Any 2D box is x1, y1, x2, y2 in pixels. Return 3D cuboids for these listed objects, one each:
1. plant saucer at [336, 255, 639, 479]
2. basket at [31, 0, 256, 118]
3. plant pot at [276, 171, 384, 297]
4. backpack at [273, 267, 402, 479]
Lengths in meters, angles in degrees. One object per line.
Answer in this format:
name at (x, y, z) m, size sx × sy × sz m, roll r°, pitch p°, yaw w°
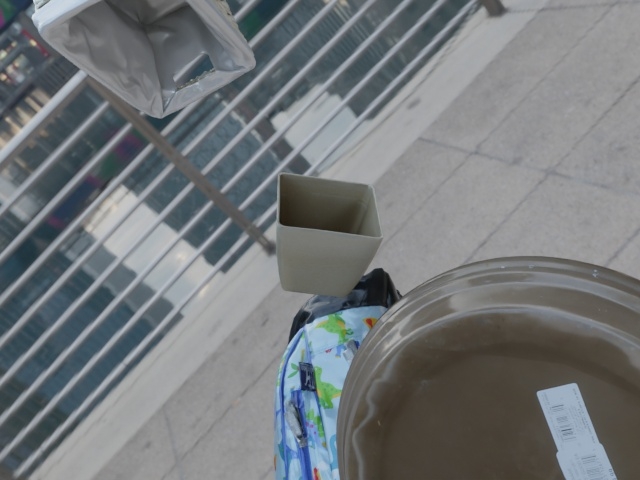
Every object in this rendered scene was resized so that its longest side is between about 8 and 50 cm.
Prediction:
plant saucer at (0.126, 0.148, 0.427) m, size 0.277 × 0.278 × 0.041 m, roll -31°, pitch -7°, yaw 29°
basket at (-0.145, -0.193, 0.593) m, size 0.113 × 0.167 × 0.103 m, roll -25°, pitch 70°, yaw 13°
plant pot at (0.000, 0.000, 0.784) m, size 0.109 × 0.109 × 0.096 m, roll -94°, pitch 14°, yaw -56°
backpack at (0.049, 0.266, 0.910) m, size 0.273 × 0.290 × 0.356 m, roll -18°, pitch 56°, yaw -13°
